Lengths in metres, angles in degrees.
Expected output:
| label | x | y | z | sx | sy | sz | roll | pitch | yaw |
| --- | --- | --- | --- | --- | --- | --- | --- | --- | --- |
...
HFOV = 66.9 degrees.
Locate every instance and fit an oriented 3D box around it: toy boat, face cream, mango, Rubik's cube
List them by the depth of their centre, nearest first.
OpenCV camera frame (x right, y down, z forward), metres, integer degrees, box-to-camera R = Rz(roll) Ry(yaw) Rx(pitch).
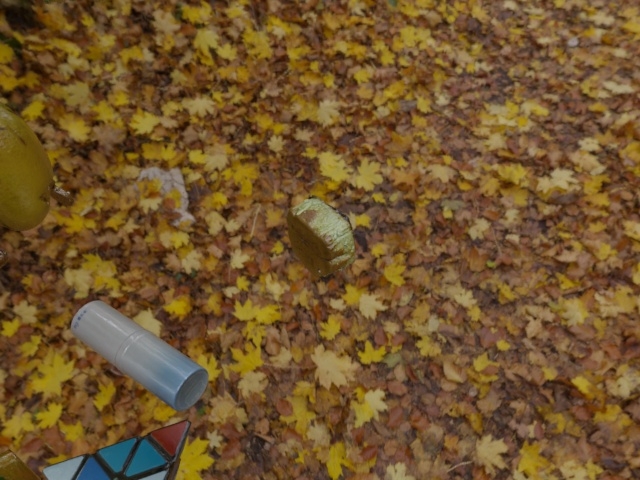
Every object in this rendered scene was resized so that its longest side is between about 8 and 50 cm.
| label | x | y | z | sx | sy | sz | roll | pitch | yaw |
| --- | --- | --- | --- | --- | --- | --- | --- | --- | --- |
| face cream | -0.301 | 0.185 | 0.799 | 0.250 | 0.077 | 0.077 | 25 | 58 | 25 |
| mango | -0.583 | -0.130 | 0.876 | 0.130 | 0.262 | 0.167 | 24 | 59 | 36 |
| Rubik's cube | -0.396 | 0.434 | 0.913 | 0.234 | 0.284 | 0.250 | 18 | 76 | 0 |
| toy boat | -0.681 | 0.516 | 1.048 | 0.089 | 0.229 | 0.088 | 25 | 50 | 25 |

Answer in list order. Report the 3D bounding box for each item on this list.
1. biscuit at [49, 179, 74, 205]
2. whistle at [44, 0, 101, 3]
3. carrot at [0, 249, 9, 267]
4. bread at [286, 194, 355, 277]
| label | x | y | z | sx | sy | sz | roll | pitch | yaw |
| --- | --- | --- | --- | --- | --- | --- | --- | --- | --- |
| biscuit | -0.793 | -0.169 | 1.375 | 0.138 | 0.205 | 0.031 | -15 | 42 | 50 |
| whistle | -0.276 | -0.318 | 0.562 | 0.057 | 0.104 | 0.198 | -5 | 5 | -43 |
| carrot | -0.709 | 0.080 | 0.990 | 0.165 | 0.035 | 0.036 | -45 | 61 | -10 |
| bread | 0.000 | 0.000 | 0.837 | 0.069 | 0.127 | 0.140 | -30 | 46 | -24 |
